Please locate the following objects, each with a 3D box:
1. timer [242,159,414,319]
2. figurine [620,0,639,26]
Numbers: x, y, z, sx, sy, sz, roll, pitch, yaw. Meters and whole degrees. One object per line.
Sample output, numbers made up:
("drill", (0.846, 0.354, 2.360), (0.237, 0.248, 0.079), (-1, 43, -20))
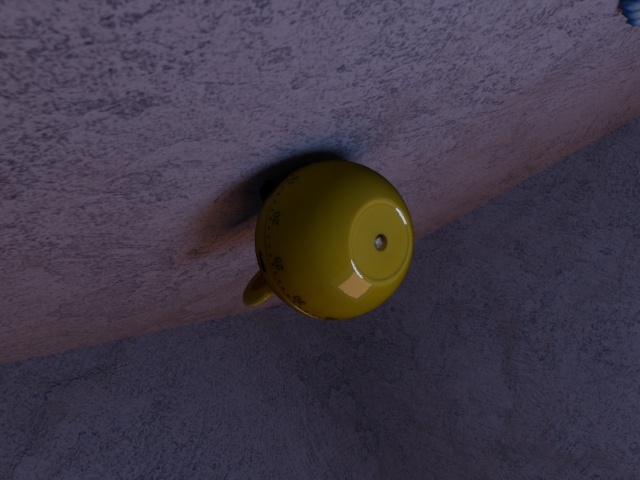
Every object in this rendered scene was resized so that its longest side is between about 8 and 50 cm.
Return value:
("timer", (0.000, 0.000, 1.004), (0.376, 0.376, 0.387), (-15, -173, -35))
("figurine", (0.647, -0.467, 0.900), (0.114, 0.079, 0.114), (-7, 170, -1))
